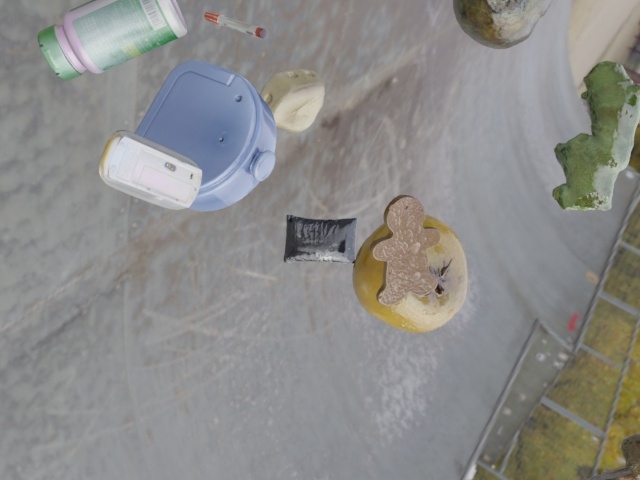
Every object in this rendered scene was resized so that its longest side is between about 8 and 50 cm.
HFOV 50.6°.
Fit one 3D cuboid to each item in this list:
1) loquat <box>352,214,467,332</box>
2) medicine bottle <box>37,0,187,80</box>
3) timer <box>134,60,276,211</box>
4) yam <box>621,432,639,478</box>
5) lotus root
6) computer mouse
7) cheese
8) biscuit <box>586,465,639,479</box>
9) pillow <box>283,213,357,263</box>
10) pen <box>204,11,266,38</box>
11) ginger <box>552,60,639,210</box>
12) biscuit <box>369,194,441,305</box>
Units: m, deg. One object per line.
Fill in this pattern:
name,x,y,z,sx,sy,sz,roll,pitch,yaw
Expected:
loquat,0.207,0.078,1.546,0.275,0.274,0.275,-53,163,-24
medicine bottle,-0.416,-0.420,1.354,0.274,0.134,0.133,-23,161,1
timer,-0.282,-0.253,1.768,0.395,0.394,0.173,-58,156,-7
yam,0.619,0.305,1.057,0.081,0.081,0.357,-49,177,-35
lotus root,0.437,-0.594,1.642,0.251,0.250,0.346,-65,173,18
computer mouse,-0.293,-0.119,1.169,0.199,0.044,0.102,21,87,-46
cheese,-0.086,-0.433,2.136,0.235,0.117,0.218,-32,150,-14
biscuit,0.710,0.563,1.597,0.215,0.034,0.182,-8,160,-24
pillow,0.000,0.000,1.952,0.055,0.208,0.142,-124,-143,-85
pen,-0.221,-0.552,1.730,0.028,0.239,0.028,-26,130,-35
ginger,0.522,-0.190,1.287,0.089,0.137,0.290,3,112,-37
biscuit,0.150,0.013,1.198,0.138,0.031,0.205,-16,119,-15
